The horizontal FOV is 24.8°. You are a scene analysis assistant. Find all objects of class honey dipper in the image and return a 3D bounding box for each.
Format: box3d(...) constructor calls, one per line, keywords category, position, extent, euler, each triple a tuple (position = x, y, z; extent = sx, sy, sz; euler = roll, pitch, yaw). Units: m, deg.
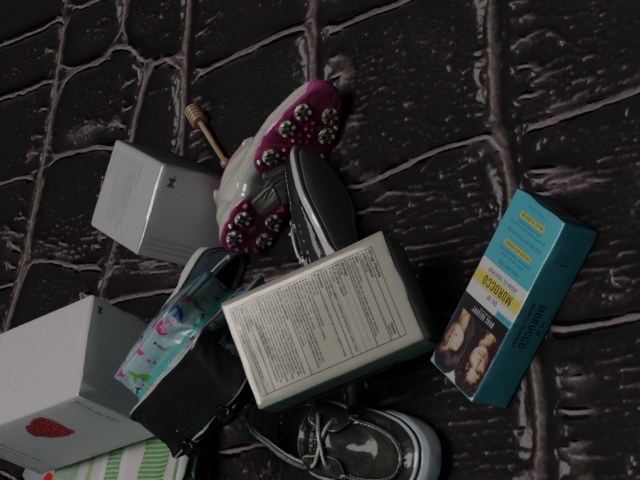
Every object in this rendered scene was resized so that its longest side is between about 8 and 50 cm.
box3d(category="honey dipper", position=(-0.183, -0.168, 2.394), extent=(0.030, 0.030, 0.161), euler=(-56, 44, 25))

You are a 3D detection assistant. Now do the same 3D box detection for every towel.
box3d(category="towel", position=(-0.300, 0.300, 2.304), extent=(0.325, 0.038, 0.248), euler=(-14, 56, 39))

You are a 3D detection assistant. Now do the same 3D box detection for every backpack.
box3d(category="backpack", position=(-0.150, 0.158, 2.053), extent=(0.191, 0.253, 0.225), euler=(46, 126, 5))

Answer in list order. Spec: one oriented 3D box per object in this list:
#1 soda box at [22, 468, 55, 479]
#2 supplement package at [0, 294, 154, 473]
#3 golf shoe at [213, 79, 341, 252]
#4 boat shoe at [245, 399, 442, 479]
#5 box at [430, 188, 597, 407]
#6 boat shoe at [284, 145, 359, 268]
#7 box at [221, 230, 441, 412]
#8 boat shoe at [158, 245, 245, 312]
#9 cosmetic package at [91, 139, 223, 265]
box3d(category="soda box", position=(-0.395, 0.440, 2.423), extent=(0.286, 0.098, 0.091), euler=(45, 115, 50))
box3d(category="supplement package", position=(-0.400, 0.232, 2.285), extent=(0.293, 0.177, 0.175), euler=(-23, 50, 36))
box3d(category="golf shoe", position=(-0.078, -0.129, 2.173), extent=(0.306, 0.115, 0.140), euler=(-56, 37, 24))
box3d(category="boat shoe", position=(0.018, 0.271, 1.905), extent=(0.335, 0.119, 0.121), euler=(1, 80, 53))
box3d(category="box", position=(0.228, 0.069, 1.738), extent=(0.100, 0.060, 0.244), euler=(44, 114, 50))
box3d(category="boat shoe", position=(0.000, 0.000, 2.022), extent=(0.091, 0.114, 0.302), euler=(-44, 46, 29))
box3d(category="box", position=(0.016, 0.107, 1.846), extent=(0.232, 0.127, 0.149), euler=(-24, 75, 11))
box3d(category="boat shoe", position=(-0.188, 0.123, 2.222), extent=(0.079, 0.095, 0.254), euler=(3, 54, 39))
box3d(category="cosmetic package", position=(-0.249, -0.057, 2.341), extent=(0.183, 0.151, 0.151), euler=(28, 102, 54))
